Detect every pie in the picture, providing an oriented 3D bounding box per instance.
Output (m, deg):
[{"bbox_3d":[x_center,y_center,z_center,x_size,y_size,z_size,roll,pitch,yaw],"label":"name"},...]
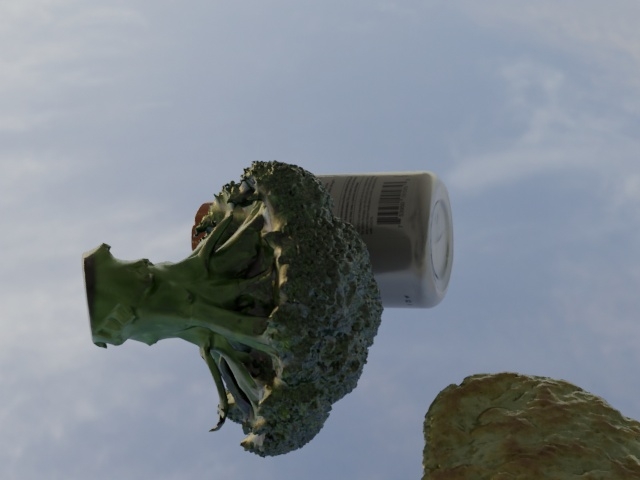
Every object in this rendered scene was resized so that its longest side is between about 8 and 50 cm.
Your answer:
[{"bbox_3d":[0.178,0.201,0.946,0.201,0.090,0.248,1,-146,7],"label":"pie"}]

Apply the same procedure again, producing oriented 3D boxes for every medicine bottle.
[{"bbox_3d":[0.000,0.000,1.404,0.288,0.157,0.157,0,-140,18],"label":"medicine bottle"}]

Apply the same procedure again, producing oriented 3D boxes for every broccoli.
[{"bbox_3d":[-0.084,0.074,1.209,0.297,0.298,0.298,-3,-138,-12],"label":"broccoli"}]
